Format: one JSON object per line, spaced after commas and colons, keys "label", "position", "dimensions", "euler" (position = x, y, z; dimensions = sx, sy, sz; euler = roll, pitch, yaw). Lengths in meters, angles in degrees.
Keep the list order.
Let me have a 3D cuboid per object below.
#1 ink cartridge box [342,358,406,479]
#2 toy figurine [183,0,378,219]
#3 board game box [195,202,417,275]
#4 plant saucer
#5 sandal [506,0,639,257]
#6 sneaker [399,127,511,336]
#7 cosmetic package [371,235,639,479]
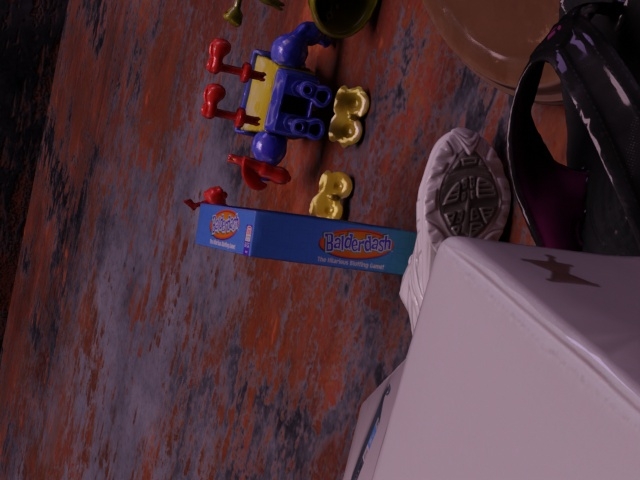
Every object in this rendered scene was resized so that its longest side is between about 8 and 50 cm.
{"label": "ink cartridge box", "position": [0.066, 0.240, 1.178], "dimensions": [0.296, 0.066, 0.261], "euler": [118, 167, -68]}
{"label": "toy figurine", "position": [-0.063, -0.198, 1.601], "dimensions": [0.217, 0.191, 0.362], "euler": [-149, 70, -69]}
{"label": "board game box", "position": [0.000, 0.000, 1.365], "dimensions": [0.160, 0.210, 0.047], "euler": [10, 92, 65]}
{"label": "plant saucer", "position": [0.167, -0.243, 1.123], "dimensions": [0.278, 0.041, 0.277], "euler": [28, 128, 42]}
{"label": "sandal", "position": [0.199, -0.031, 0.939], "dimensions": [0.167, 0.107, 0.445], "euler": [-18, 67, 59]}
{"label": "sneaker", "position": [0.112, 0.012, 1.268], "dimensions": [0.115, 0.090, 0.232], "euler": [170, 106, -68]}
{"label": "cosmetic package", "position": [0.212, 0.246, 0.689], "dimensions": [0.327, 0.329, 0.393], "euler": [-133, 53, -60]}
